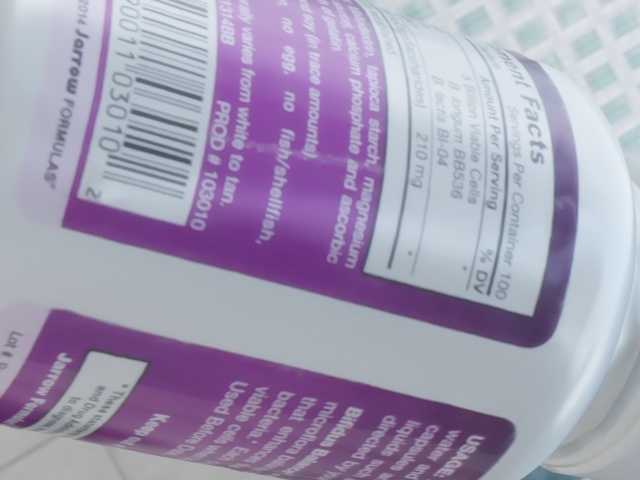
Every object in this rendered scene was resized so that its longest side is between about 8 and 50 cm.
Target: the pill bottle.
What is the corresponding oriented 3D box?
[{"bbox_3d":[0.000,0.000,0.562,0.169,0.301,0.169,-43,-141,50],"label":"pill bottle"}]
